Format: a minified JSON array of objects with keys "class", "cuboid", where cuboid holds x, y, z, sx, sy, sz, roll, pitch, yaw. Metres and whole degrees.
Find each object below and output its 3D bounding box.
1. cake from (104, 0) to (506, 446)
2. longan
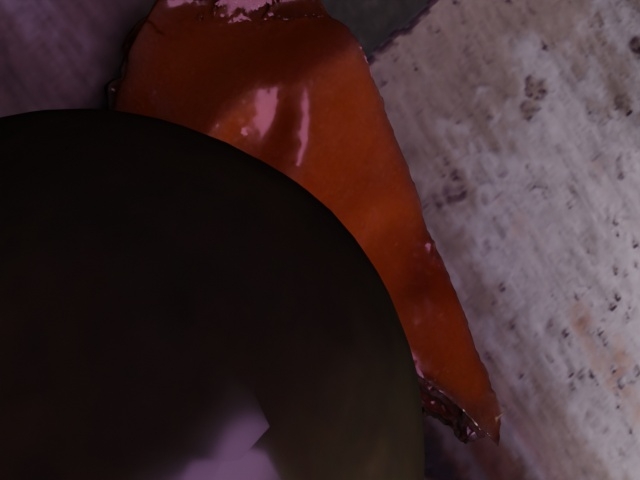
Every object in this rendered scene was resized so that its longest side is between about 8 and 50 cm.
[{"class":"cake","cuboid":[-0.003,0.000,0.794,0.135,0.098,0.287,-40,109,-24]},{"class":"longan","cuboid":[-0.089,0.081,0.647,0.300,0.300,0.243,44,66,-27]}]
